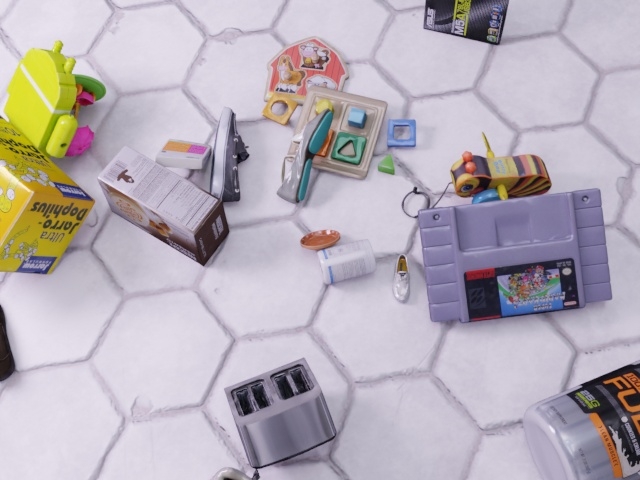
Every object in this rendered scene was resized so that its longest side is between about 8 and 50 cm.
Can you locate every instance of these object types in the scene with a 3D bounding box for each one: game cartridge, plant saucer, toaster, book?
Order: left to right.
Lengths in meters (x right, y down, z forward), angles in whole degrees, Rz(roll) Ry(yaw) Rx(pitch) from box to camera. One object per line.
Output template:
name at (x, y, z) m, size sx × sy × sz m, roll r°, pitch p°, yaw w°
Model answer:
book at (-0.286, -0.181, 1.971) m, size 0.096 × 0.035 × 0.144 m, roll 4°, pitch 18°, yaw 1°
toaster at (-0.074, 0.310, 1.668) m, size 0.168 × 0.110 × 0.186 m, roll -21°, pitch 26°, yaw -7°
plant saucer at (0.000, 0.000, 1.901) m, size 0.083 × 0.013 × 0.083 m, roll -10°, pitch 22°, yaw 4°
game cartridge at (0.377, 0.032, 1.812) m, size 0.355 × 0.068 × 0.230 m, roll -7°, pitch 87°, yaw -1°

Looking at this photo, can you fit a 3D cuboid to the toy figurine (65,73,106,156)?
toy figurine at (-0.555, -0.259, 2.044) m, size 0.173 × 0.130 × 0.159 m, roll -10°, pitch 70°, yaw 22°

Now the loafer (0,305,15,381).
loafer at (-0.657, 0.169, 1.827) m, size 0.080 × 0.078 × 0.220 m, roll -28°, pitch 65°, yaw -12°

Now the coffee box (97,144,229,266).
coffee box at (-0.317, -0.070, 1.905) m, size 0.246 × 0.141 × 0.098 m, roll 30°, pitch 68°, yaw 16°

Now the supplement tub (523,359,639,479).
supplement tub at (0.533, 0.323, 1.628) m, size 0.316 × 0.193 × 0.193 m, roll -21°, pitch 63°, yaw -9°

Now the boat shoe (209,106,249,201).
boat shoe at (-0.189, -0.182, 1.998) m, size 0.076 × 0.080 × 0.228 m, roll 9°, pitch 58°, yaw -12°

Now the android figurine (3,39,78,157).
android figurine at (-0.592, -0.292, 1.984) m, size 0.056 × 0.273 × 0.248 m, roll 0°, pitch 40°, yaw -48°

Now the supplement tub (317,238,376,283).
supplement tub at (0.052, 0.042, 1.868) m, size 0.107 × 0.071 × 0.071 m, roll -13°, pitch 62°, yaw -5°

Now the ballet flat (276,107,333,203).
ballet flat at (-0.039, -0.184, 1.960) m, size 0.068 × 0.072 × 0.213 m, roll 19°, pitch 89°, yaw 18°

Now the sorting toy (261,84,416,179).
sorting toy at (0.034, -0.241, 2.018) m, size 0.347 × 0.047 × 0.196 m, roll 15°, pitch 73°, yaw 10°

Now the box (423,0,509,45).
box at (0.326, -0.530, 2.091) m, size 0.184 × 0.191 × 0.045 m, roll 14°, pitch 63°, yaw 9°

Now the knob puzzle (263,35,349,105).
knob puzzle at (-0.029, -0.392, 2.125) m, size 0.213 × 0.030 × 0.213 m, roll -1°, pitch 62°, yaw 2°

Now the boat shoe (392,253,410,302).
boat shoe at (0.163, 0.074, 1.865) m, size 0.035 × 0.035 × 0.100 m, roll 4°, pitch 62°, yaw 5°

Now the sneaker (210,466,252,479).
sneaker at (-0.110, 0.489, 1.615) m, size 0.252 × 0.111 × 0.103 m, roll 37°, pitch 70°, yaw 19°

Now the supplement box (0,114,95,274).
supplement box at (-0.667, -0.113, 1.876) m, size 0.356 × 0.194 × 0.195 m, roll 39°, pitch 102°, yaw 20°

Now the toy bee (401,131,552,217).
toy bee at (0.331, -0.119, 1.891) m, size 0.298 × 0.162 × 0.195 m, roll -30°, pitch 67°, yaw -13°
